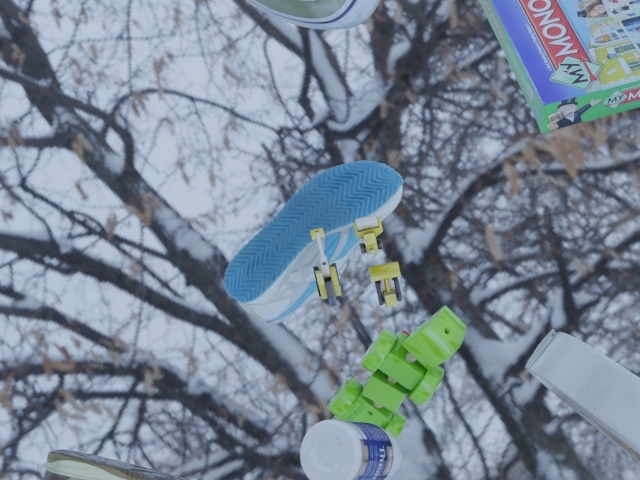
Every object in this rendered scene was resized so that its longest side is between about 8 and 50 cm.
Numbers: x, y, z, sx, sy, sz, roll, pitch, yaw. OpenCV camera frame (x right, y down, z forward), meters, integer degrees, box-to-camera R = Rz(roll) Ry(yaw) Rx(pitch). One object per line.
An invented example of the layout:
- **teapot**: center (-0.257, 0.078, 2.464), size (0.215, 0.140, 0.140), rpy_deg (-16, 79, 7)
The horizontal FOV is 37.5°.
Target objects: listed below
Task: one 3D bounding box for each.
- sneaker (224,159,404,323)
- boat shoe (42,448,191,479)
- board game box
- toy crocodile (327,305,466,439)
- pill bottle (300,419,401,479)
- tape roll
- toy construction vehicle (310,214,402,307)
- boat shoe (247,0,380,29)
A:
- **sneaker**: center (0.000, 0.000, 1.056), size (0.229, 0.087, 0.092), rpy_deg (-39, -36, -2)
- **boat shoe**: center (-0.135, 0.198, 0.706), size (0.056, 0.152, 0.049), rpy_deg (90, -163, -85)
- **board game box**: center (0.295, -0.265, 1.036), size (0.213, 0.317, 0.046), rpy_deg (-14, -39, 1)
- **toy crocodile**: center (0.104, 0.220, 1.442), size (0.105, 0.115, 0.340), rpy_deg (-52, -5, -48)
- **pill bottle**: center (0.036, 0.218, 0.958), size (0.067, 0.067, 0.120), rpy_deg (-46, -30, 12)
- **tape roll**: center (0.445, 0.263, 1.230), size (0.072, 0.392, 0.392), rpy_deg (-52, -27, 0)
- **toy construction vehicle**: center (0.036, 0.028, 0.936), size (0.086, 0.035, 0.098), rpy_deg (-9, -70, 1)
- **boat shoe**: center (-0.083, -0.259, 0.706), size (0.094, 0.302, 0.109), rpy_deg (-18, -35, -58)
